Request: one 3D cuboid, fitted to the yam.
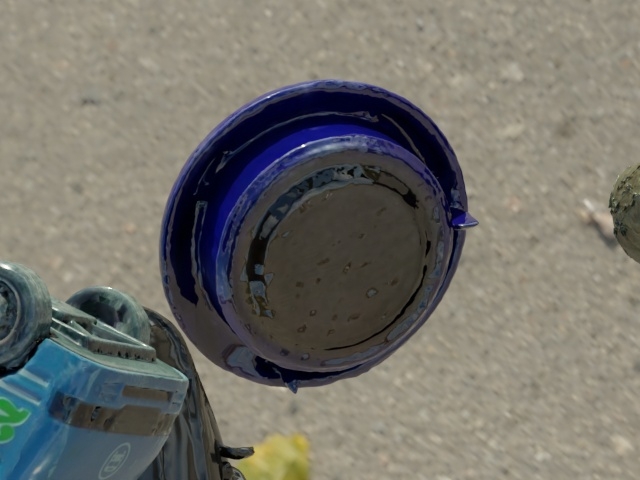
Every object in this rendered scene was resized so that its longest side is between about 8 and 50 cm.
[{"bbox_3d":[0.341,-0.037,1.675,0.183,0.107,0.107,-25,43,68],"label":"yam"}]

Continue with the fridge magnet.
[{"bbox_3d":[0.000,0.000,1.455,0.265,0.265,0.112,-48,29,1],"label":"fridge magnet"}]

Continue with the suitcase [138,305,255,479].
[{"bbox_3d":[-0.190,0.222,1.058,0.339,0.188,0.345,-9,75,-6],"label":"suitcase"}]

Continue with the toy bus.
[{"bbox_3d":[-0.189,0.048,0.759,0.246,0.113,0.134,25,90,20],"label":"toy bus"}]
